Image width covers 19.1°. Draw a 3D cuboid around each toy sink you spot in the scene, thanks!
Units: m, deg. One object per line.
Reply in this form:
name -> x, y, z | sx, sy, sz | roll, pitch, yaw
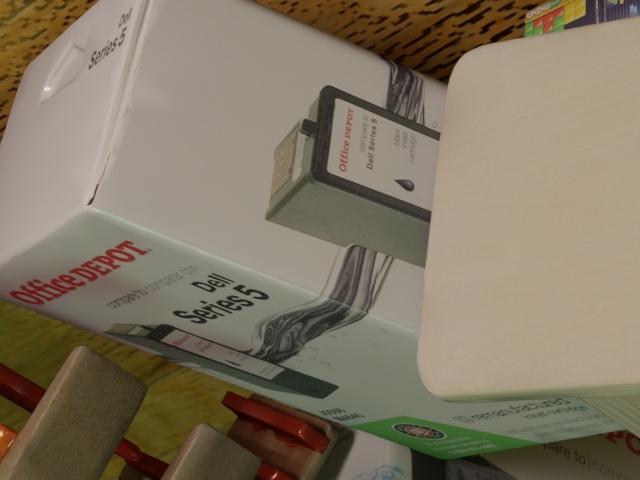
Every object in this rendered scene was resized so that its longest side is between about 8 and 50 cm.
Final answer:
toy sink -> 0.175, 0.003, 0.736 | 0.234, 0.153, 0.131 | -8, 154, 34

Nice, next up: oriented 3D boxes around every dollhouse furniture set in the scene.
dollhouse furniture set -> -0.121, 0.087, 0.908 | 0.262, 0.135, 0.259 | 16, 163, 48

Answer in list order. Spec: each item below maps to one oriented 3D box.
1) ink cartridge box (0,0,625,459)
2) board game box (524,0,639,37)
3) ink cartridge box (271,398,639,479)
ink cartridge box -> 0.000, 0.000, 0.857 | 0.273, 0.115, 0.198 | 21, 161, -20
board game box -> 0.196, -0.076, 0.822 | 0.170, 0.048, 0.141 | -23, 136, 35
ink cartridge box -> 0.082, 0.213, 1.019 | 0.226, 0.306, 0.131 | 26, 140, -26
